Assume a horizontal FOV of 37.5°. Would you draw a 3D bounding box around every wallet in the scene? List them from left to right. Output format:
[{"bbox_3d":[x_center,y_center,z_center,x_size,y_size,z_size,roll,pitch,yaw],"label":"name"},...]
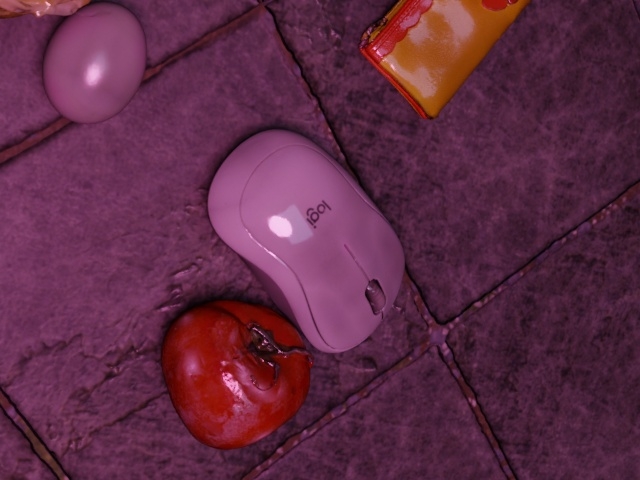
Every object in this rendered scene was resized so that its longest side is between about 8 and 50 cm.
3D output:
[{"bbox_3d":[0.169,-0.285,1.187,0.141,0.067,0.241,42,82,-22],"label":"wallet"}]

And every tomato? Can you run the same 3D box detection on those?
[{"bbox_3d":[-0.101,0.151,1.104,0.187,0.151,0.187,21,49,-27],"label":"tomato"}]

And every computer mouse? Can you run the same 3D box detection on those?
[{"bbox_3d":[0.000,0.000,1.125,0.184,0.121,0.297,-47,111,-24],"label":"computer mouse"}]

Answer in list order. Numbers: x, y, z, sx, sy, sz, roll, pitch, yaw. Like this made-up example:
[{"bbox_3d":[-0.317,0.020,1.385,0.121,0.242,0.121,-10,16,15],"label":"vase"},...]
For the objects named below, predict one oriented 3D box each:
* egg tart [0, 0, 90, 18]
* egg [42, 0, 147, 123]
[{"bbox_3d":[-0.344,-0.302,0.882,0.315,0.315,0.120,31,125,-25],"label":"egg tart"},{"bbox_3d":[-0.239,-0.189,1.002,0.103,0.103,0.135,24,86,-25],"label":"egg"}]
